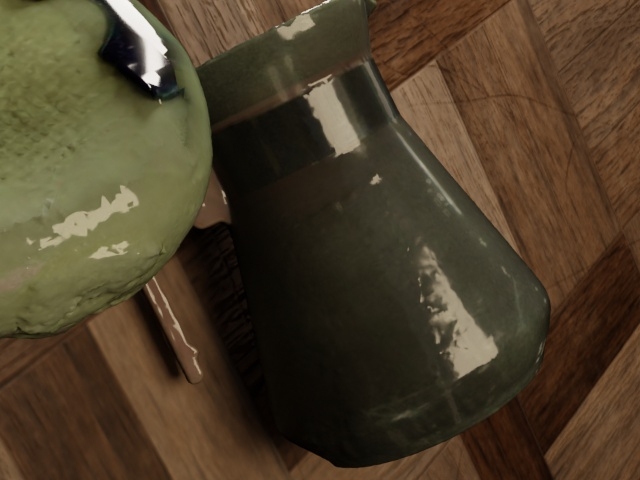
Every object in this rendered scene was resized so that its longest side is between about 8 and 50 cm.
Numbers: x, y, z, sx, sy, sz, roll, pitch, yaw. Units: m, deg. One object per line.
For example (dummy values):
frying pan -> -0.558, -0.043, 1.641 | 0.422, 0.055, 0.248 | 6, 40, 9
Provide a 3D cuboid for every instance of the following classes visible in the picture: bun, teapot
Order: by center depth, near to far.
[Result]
bun -> -0.211, -0.038, 0.807 | 0.187, 0.293, 0.293 | 86, 26, -51
teapot -> 0.000, 0.000, 1.023 | 0.300, 0.253, 0.344 | -28, 96, -14
